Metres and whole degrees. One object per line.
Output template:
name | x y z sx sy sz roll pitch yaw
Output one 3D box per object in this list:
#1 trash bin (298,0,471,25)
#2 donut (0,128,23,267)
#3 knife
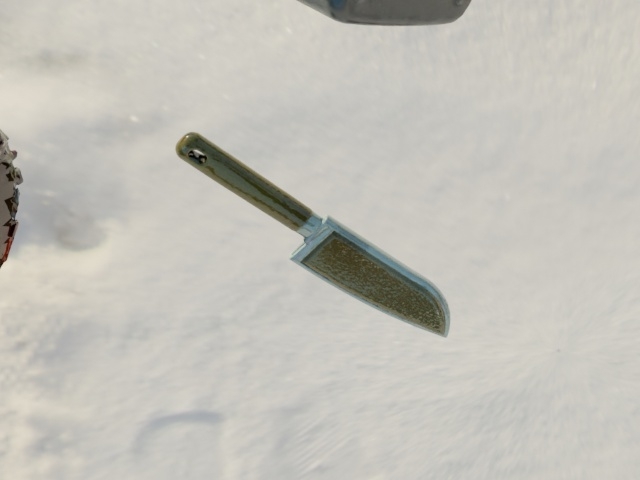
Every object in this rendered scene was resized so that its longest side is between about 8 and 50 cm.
trash bin | -0.020 -0.205 0.761 0.236 0.101 0.177 37 118 39
donut | -0.313 -0.002 1.129 0.103 0.269 0.270 32 91 29
knife | -0.001 0.001 1.638 0.343 0.027 0.061 32 122 -25
